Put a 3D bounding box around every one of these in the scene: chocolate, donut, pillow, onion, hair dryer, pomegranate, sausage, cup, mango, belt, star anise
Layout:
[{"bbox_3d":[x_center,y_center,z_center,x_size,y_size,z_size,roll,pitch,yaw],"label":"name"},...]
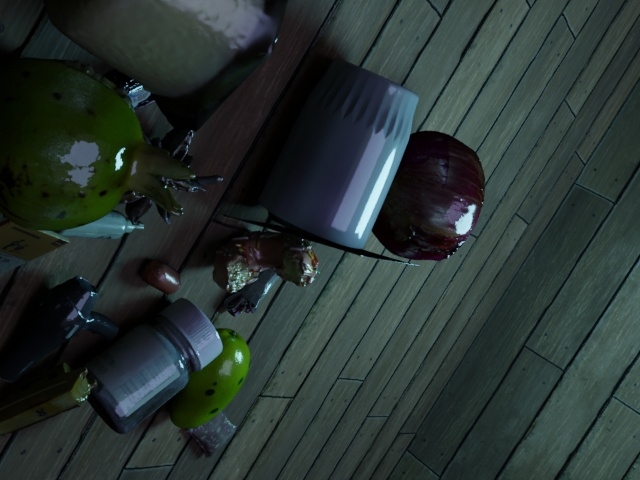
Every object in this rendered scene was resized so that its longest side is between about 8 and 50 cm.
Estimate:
[{"bbox_3d":[-0.243,-0.370,1.071,0.297,0.314,0.326,14,141,-37],"label":"chocolate"},{"bbox_3d":[-0.122,0.039,1.691,0.233,0.199,0.085,-6,113,-7],"label":"donut"},{"bbox_3d":[-0.282,0.502,2.039,0.118,0.043,0.185,-42,146,-17],"label":"pillow"},{"bbox_3d":[0.208,-0.131,1.923,0.385,0.347,0.347,21,105,-19],"label":"onion"},{"bbox_3d":[-0.462,0.187,1.479,0.235,0.091,0.272,-47,153,4],"label":"hair dryer"},{"bbox_3d":[-0.349,-0.127,1.115,0.260,0.341,0.260,-159,-90,-86],"label":"pomegranate"},{"bbox_3d":[-0.321,0.074,1.576,0.054,0.059,0.094,-59,147,-7],"label":"sausage"},{"bbox_3d":[0.046,-0.178,1.658,0.253,0.253,0.371,10,109,-56],"label":"cup"},{"bbox_3d":[-0.263,0.330,1.822,0.175,0.143,0.293,-8,134,-49],"label":"mango"},{"bbox_3d":[-0.131,0.093,1.840,0.232,0.071,0.053,-48,163,-10],"label":"belt"},{"bbox_3d":[-0.292,-0.122,1.407,0.209,0.089,0.231,-48,144,2],"label":"star anise"}]

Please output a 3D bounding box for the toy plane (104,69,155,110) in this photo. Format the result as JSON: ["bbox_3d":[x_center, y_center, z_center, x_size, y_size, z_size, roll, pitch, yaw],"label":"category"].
[{"bbox_3d":[-0.338,-0.231,1.283,0.197,0.053,0.078,-39,154,-32],"label":"toy plane"}]

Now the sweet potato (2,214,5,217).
[{"bbox_3d":[-0.481,-0.073,1.249,0.095,0.034,0.034,-56,149,6],"label":"sweet potato"}]

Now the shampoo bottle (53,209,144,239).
[{"bbox_3d":[-0.391,-0.031,1.389,0.195,0.056,0.056,5,115,-54],"label":"shampoo bottle"}]

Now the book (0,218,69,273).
[{"bbox_3d":[-0.504,0.014,1.223,0.172,0.012,0.118,-22,155,19],"label":"book"}]

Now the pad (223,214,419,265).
[{"bbox_3d":[0.000,0.000,1.661,0.248,0.368,0.007,12,94,-55],"label":"pad"}]

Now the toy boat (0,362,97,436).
[{"bbox_3d":[-0.535,0.295,1.448,0.226,0.088,0.068,-23,136,-7],"label":"toy boat"}]

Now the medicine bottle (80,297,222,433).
[{"bbox_3d":[-0.352,0.256,1.605,0.273,0.165,0.165,-38,144,-28],"label":"medicine bottle"}]
